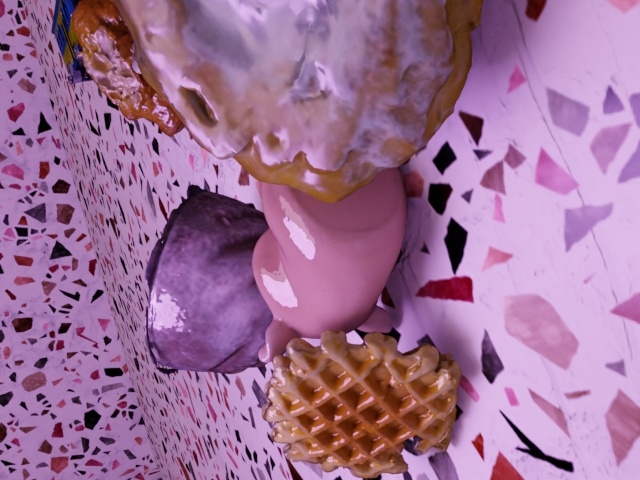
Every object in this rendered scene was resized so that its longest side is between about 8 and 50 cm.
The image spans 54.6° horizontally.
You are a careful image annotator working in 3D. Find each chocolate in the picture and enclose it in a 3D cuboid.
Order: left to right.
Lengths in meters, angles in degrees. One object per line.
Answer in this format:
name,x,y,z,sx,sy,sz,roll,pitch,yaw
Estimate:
chocolate,-0.117,0.079,0.973,0.212,0.303,0.303,9,125,10

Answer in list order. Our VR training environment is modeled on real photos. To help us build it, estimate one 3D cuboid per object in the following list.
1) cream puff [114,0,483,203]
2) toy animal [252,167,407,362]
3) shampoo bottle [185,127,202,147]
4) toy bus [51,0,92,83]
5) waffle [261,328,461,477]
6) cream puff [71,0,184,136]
cream puff,-0.012,-0.246,0.596,0.378,0.275,0.379,12,121,21
toy animal,-0.001,0.001,0.777,0.256,0.195,0.213,105,147,-50
shampoo bottle,-0.254,-0.254,1.229,0.234,0.049,0.087,51,148,34
toy bus,-0.580,-0.521,1.567,0.287,0.138,0.175,-13,95,63
waffle,0.048,0.216,0.782,0.056,0.249,0.261,-85,-3,-52
cream puff,-0.291,-0.310,1.053,0.154,0.269,0.241,-32,37,35
